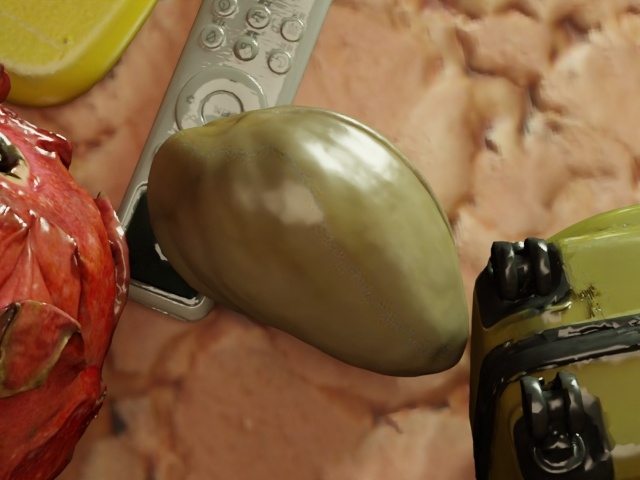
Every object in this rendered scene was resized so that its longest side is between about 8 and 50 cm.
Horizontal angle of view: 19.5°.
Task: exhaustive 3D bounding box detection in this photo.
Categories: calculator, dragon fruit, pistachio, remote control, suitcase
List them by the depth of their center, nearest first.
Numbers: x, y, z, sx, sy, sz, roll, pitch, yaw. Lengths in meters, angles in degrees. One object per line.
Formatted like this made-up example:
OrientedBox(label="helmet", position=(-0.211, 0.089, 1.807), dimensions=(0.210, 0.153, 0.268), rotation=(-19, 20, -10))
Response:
OrientedBox(label="dragon fruit", position=(-0.210, 0.045, 0.886), dimensions=(0.241, 0.252, 0.241), rotation=(15, 50, -19))
OrientedBox(label="suitcase", position=(0.167, 0.070, 0.888), dimensions=(0.193, 0.235, 0.143), rotation=(-10, 61, -2))
OrientedBox(label="pistachio", position=(0.000, 0.000, 0.947), dimensions=(0.185, 0.124, 0.124), rotation=(44, 82, -12))
OrientedBox(label="remote control", position=(-0.047, -0.085, 1.009), dimensions=(0.067, 0.029, 0.261), rotation=(21, 81, 3))
OrientedBox(label="calculator", position=(-0.158, -0.158, 1.020), dimensions=(0.146, 0.032, 0.235), rotation=(31, 80, 5))
